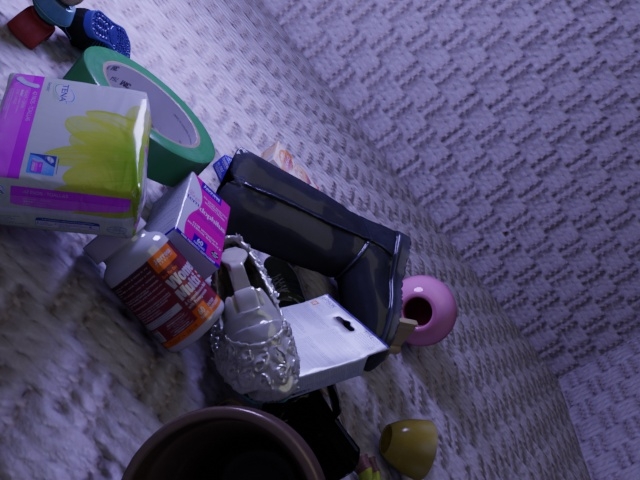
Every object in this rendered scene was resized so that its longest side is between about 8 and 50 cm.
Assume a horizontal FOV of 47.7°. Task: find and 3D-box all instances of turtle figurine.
[{"bbox_3d":[0.111,0.516,1.364,0.269,0.087,0.217,23,38,-56],"label":"turtle figurine"}]

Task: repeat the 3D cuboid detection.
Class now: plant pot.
[{"bbox_3d":[-0.106,0.350,0.955,0.263,0.263,0.229,60,1,14],"label":"plant pot"},{"bbox_3d":[0.187,0.454,1.608,0.095,0.134,0.134,20,30,-12],"label":"plant pot"}]

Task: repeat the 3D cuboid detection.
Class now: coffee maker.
[{"bbox_3d":[-0.023,0.348,1.287,0.178,0.120,0.171,57,36,-9],"label":"coffee maker"}]

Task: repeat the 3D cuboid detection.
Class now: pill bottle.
[{"bbox_3d":[-0.267,0.063,1.163,0.221,0.121,0.121,51,20,-13],"label":"pill bottle"}]

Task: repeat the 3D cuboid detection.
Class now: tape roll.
[{"bbox_3d":[-0.357,-0.247,1.449,0.321,0.077,0.321,42,17,-16],"label":"tape roll"}]

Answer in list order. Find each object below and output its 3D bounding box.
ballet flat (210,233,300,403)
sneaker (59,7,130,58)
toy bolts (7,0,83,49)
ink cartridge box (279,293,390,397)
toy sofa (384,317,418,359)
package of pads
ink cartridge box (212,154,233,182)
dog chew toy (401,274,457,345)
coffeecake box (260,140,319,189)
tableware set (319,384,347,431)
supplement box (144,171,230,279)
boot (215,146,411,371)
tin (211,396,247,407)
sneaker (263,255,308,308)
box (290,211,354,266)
[{"bbox_3d":[-0.138,0.115,1.271,0.147,0.147,0.409,43,9,-31],"label":"ballet flat"},{"bbox_3d":[-0.476,-0.430,1.529,0.232,0.090,0.082,59,40,-80],"label":"sneaker"},{"bbox_3d":[-0.548,-0.476,1.317,0.228,0.158,0.218,45,22,-26],"label":"toy bolts"},{"bbox_3d":[-0.025,0.189,1.333,0.223,0.045,0.223,-12,30,-29],"label":"ink cartridge box"},{"bbox_3d":[0.110,0.137,1.924,0.150,0.177,0.363,13,40,-26],"label":"toy sofa"},{"bbox_3d":[-0.378,-0.137,1.110,0.229,0.101,0.297,6,42,-17],"label":"package of pads"},{"bbox_3d":[-0.175,-0.138,1.805,0.207,0.046,0.097,19,40,-59],"label":"ink cartridge box"},{"bbox_3d":[0.313,0.205,2.180,0.207,0.206,0.332,59,12,9],"label":"dog chew toy"},{"bbox_3d":[-0.089,-0.167,2.016,0.185,0.068,0.142,48,20,-21],"label":"coffeecake box"},{"bbox_3d":[0.003,0.332,1.483,0.128,0.039,0.194,47,24,-56],"label":"tableware set"},{"bbox_3d":[-0.251,-0.013,1.336,0.111,0.114,0.220,44,21,-25],"label":"supplement box"},{"bbox_3d":[-0.040,0.038,1.540,0.445,0.146,0.367,28,46,-16],"label":"boot"},{"bbox_3d":[-0.118,0.344,1.188,0.190,0.040,0.106,53,24,-6],"label":"tin"},{"bbox_3d":[-0.076,0.118,1.595,0.192,0.064,0.086,61,16,8],"label":"sneaker"},{"bbox_3d":[0.000,0.000,1.820,0.044,0.159,0.233,57,20,4],"label":"box"}]
